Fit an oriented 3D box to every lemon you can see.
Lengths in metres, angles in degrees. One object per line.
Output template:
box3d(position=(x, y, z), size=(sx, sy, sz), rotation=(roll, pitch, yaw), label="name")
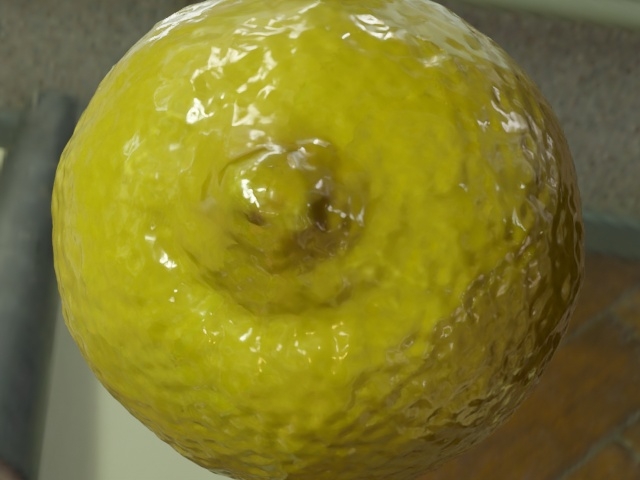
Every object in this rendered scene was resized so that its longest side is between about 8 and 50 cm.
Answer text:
box3d(position=(0.000, 0.000, 0.701), size=(0.187, 0.244, 0.187), rotation=(0, 87, 4), label="lemon")
